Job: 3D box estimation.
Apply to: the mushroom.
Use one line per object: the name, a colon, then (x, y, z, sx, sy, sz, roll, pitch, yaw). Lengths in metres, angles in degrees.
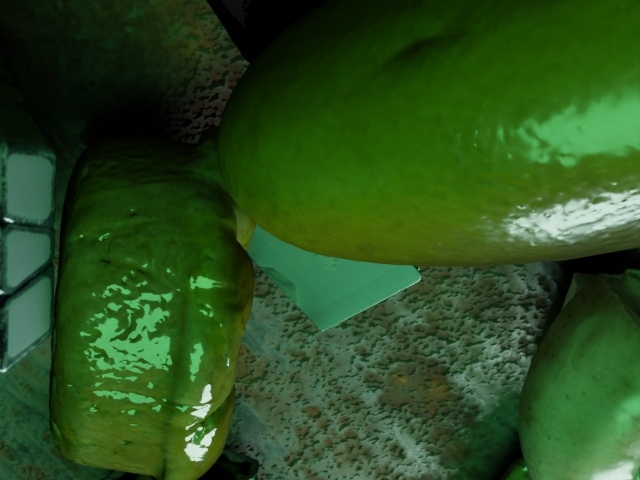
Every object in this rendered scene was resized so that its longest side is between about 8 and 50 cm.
mushroom: (0.252, 0.146, 1.140, 0.254, 0.195, 0.189, 12, 124, -32)

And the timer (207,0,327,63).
timer: (-0.025, -0.203, 1.003, 0.144, 0.055, 0.187, -23, 123, 18)

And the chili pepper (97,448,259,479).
chili pepper: (-0.097, 0.301, 1.359, 0.136, 0.099, 0.270, -20, 121, -14)

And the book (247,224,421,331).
book: (0.000, 0.000, 1.176, 0.103, 0.017, 0.135, -30, 119, 25)

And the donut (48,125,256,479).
donut: (-0.116, 0.050, 1.087, 0.128, 0.208, 0.261, 6, 136, -7)

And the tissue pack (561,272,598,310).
tissue pack: (0.205, 0.074, 1.216, 0.056, 0.023, 0.108, 8, 126, -5)

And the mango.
mango: (0.145, -0.098, 0.938, 0.445, 0.301, 0.220, -10, 98, 19)

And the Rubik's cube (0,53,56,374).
Rubik's cube: (-0.312, -0.011, 0.982, 0.264, 0.319, 0.319, -7, 131, -27)

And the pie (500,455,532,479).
pie: (0.267, 0.279, 1.340, 0.323, 0.070, 0.323, 2, 128, 2)
